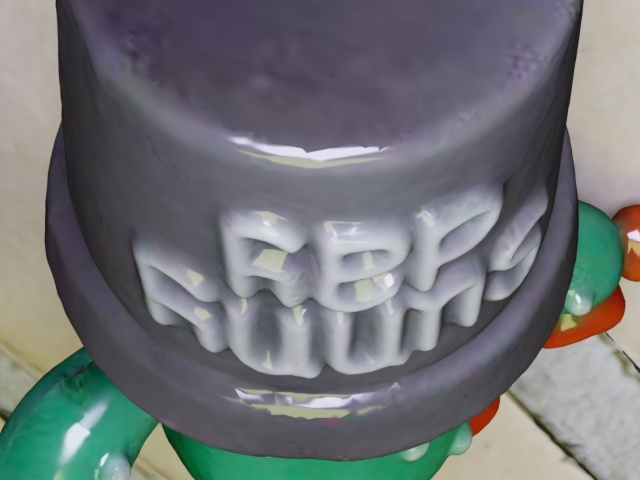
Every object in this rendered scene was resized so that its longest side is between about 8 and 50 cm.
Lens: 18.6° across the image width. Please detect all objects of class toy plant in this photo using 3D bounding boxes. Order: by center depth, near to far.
[{"bbox_3d":[-0.009,0.009,0.696,0.185,0.279,0.400,36,159,16],"label":"toy plant"}]
